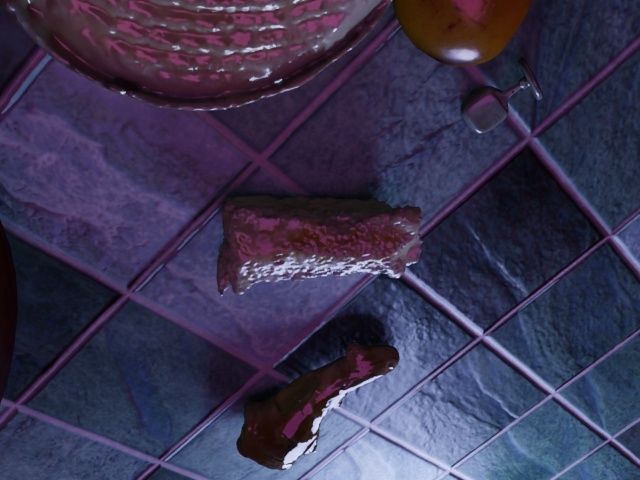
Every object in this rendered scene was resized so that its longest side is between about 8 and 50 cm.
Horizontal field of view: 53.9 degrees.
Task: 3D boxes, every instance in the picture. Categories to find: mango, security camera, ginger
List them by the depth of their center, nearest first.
[{"bbox_3d":[0.138,-0.281,0.609,0.145,0.112,0.219,-12,122,-3],"label":"mango"},{"bbox_3d":[0.213,-0.171,0.755,0.092,0.058,0.058,-27,128,20],"label":"security camera"},{"bbox_3d":[-0.003,0.253,0.968,0.294,0.086,0.131,-33,104,3],"label":"ginger"}]

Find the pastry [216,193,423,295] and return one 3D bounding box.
[{"bbox_3d":[-0.001,-0.005,0.778,0.259,0.089,0.121,-6,130,-13],"label":"pastry"}]

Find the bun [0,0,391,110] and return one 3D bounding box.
[{"bbox_3d":[-0.093,-0.294,0.480,0.364,0.202,0.364,-12,131,-14],"label":"bun"}]

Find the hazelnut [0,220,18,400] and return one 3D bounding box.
[{"bbox_3d":[-0.477,0.061,0.533,0.421,0.353,0.420,5,81,-36],"label":"hazelnut"}]
